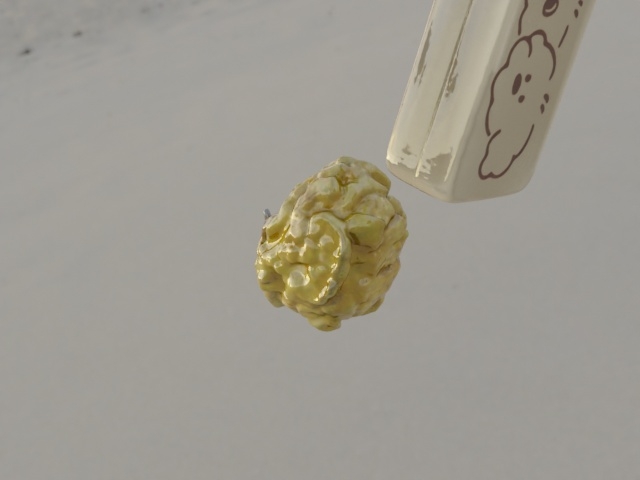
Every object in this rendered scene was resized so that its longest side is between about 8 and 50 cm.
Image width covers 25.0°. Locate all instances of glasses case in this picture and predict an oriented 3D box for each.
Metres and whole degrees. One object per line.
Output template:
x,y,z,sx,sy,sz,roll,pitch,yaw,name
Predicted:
0.162,-0.198,1.191,0.076,0.336,0.144,30,24,31,glasses case

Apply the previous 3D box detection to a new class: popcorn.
0.013,0.015,1.540,0.194,0.163,0.140,-37,5,35,popcorn
